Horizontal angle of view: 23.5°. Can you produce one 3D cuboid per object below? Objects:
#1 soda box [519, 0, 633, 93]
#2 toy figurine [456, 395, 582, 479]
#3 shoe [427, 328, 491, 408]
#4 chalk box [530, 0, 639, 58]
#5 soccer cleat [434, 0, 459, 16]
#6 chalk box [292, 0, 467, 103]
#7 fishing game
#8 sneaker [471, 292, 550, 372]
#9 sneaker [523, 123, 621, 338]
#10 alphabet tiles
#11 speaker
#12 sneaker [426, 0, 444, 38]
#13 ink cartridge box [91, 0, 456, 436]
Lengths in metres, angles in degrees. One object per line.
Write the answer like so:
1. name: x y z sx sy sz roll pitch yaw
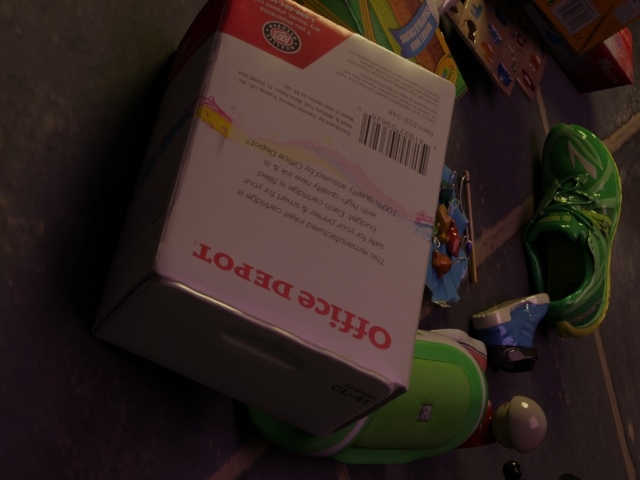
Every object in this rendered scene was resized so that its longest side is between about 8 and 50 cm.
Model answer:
1. soda box: 0.365 -0.312 2.194 0.263 0.083 0.092 38 49 -51
2. toy figurine: 0.182 0.289 1.604 0.213 0.148 0.209 60 34 -34
3. shoe: 0.140 0.146 1.658 0.178 0.063 0.081 23 57 -63
4. chalk box: 0.317 -0.420 1.988 0.180 0.179 0.289 37 25 -52
5. soccer cleat: 0.143 -0.298 1.770 0.196 0.076 0.068 -41 108 -51
6. chalk box: 0.041 -0.151 1.457 0.213 0.132 0.132 61 37 -16
7. fishing game: 0.139 -0.017 1.714 0.264 0.041 0.189 21 64 -65
8. sneaker: 0.238 0.115 1.852 0.152 0.058 0.084 -16 90 -57
9. sneaker: 0.331 -0.023 2.015 0.123 0.109 0.295 37 51 -57
10. alphabet tiles: 0.214 -0.295 1.931 0.237 0.009 0.198 50 41 -25
11. speaker: 0.049 0.139 1.430 0.296 0.131 0.131 14 70 -60
12. sneaker: 0.058 -0.256 1.600 0.110 0.107 0.275 -29 105 -47
13. ink cartridge box: -0.030 -0.030 1.241 0.226 0.131 0.306 26 55 -19
